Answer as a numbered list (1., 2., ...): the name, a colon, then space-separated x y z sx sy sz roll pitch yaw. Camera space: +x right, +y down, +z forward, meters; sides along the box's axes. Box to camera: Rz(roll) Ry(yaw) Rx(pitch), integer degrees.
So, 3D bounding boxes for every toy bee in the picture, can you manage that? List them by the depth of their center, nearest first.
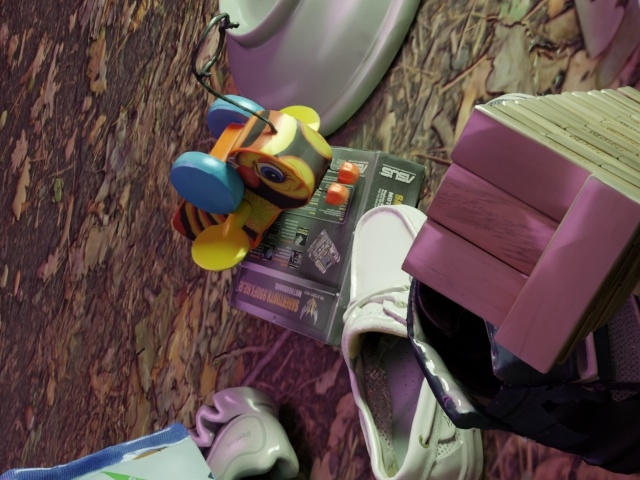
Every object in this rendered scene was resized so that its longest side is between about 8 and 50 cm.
1. toy bee: -0.054 -0.056 1.168 0.195 0.162 0.298 -62 -5 -9

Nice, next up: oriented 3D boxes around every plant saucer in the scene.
1. plant saucer: -0.019 -0.304 1.378 0.400 0.101 0.400 -34 49 50

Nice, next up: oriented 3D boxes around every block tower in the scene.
1. block tower: 0.154 -0.023 0.704 0.097 0.335 0.091 32 110 17

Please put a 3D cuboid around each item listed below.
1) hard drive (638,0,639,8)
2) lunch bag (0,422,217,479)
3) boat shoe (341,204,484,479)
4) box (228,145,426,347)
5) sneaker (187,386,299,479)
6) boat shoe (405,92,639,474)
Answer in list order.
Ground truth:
1. hard drive: 0.259 -0.049 0.610 0.064 0.237 0.338 -32 51 50
2. lunch bag: -0.188 0.420 1.132 0.327 0.239 0.385 54 135 31
3. boat shoe: 0.063 0.078 1.029 0.098 0.096 0.277 -30 53 28
4. box: 0.000 0.000 1.242 0.231 0.056 0.183 12 88 62
5. sneaker: -0.109 0.292 1.262 0.118 0.110 0.292 44 116 49
6. boat shoe: 0.130 0.001 0.900 0.127 0.158 0.340 -55 34 32
